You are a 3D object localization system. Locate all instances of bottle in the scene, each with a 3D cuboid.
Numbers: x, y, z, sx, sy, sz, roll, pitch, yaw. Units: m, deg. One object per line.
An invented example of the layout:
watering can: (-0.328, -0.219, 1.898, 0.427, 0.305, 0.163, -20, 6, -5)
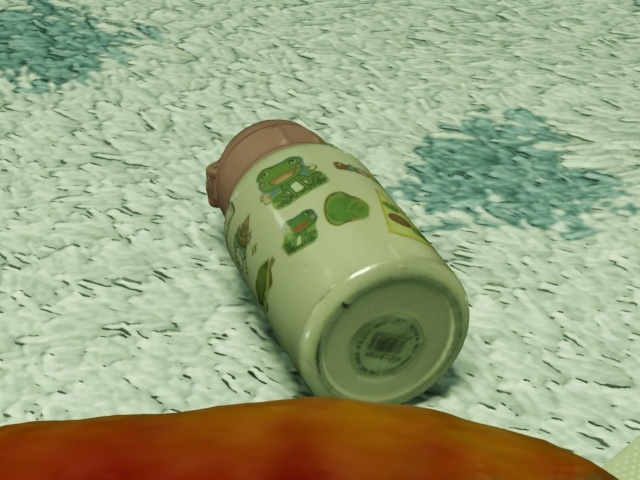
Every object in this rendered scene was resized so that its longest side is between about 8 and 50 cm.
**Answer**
bottle: (0.000, 0.000, 1.012, 0.120, 0.120, 0.253, -11, 35, -16)

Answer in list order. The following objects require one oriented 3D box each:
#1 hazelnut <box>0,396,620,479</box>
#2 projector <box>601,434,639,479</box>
hazelnut: (-0.031, 0.215, 0.466, 0.409, 0.359, 0.359, -5, 32, -6)
projector: (0.209, 0.207, 0.625, 0.242, 0.177, 0.163, 24, 41, 36)
